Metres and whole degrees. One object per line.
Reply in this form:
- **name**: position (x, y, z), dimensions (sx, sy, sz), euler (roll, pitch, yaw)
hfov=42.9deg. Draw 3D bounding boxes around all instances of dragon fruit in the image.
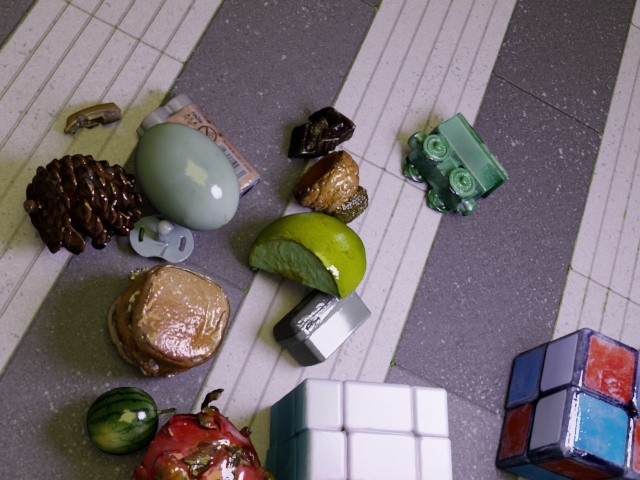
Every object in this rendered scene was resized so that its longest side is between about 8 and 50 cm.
- **dragon fruit**: position (-0.220, 0.488, 1.660), dimensions (0.291, 0.250, 0.269), euler (29, 56, 7)

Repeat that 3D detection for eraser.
- **eraser**: position (-0.296, -0.217, 2.016), dimensions (0.290, 0.087, 0.171), euler (48, 60, 3)

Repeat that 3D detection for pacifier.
- **pacifier**: position (-0.363, -0.018, 1.890), dimensions (0.150, 0.116, 0.127), euler (19, 59, -10)

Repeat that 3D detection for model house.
- **model house**: position (-0.009, -0.270, 2.113), dimensions (0.152, 0.165, 0.106), euler (-38, 101, -27)

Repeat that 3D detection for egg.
- **egg**: position (-0.304, -0.145, 1.854), dimensions (0.203, 0.203, 0.283), euler (-35, 81, -28)

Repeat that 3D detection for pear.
- **pear**: position (-0.003, -0.004, 1.943), dimensions (0.288, 0.139, 0.239), euler (18, 33, 31)

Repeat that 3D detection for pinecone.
- **pinecone**: position (-0.530, -0.084, 1.807), dimensions (0.272, 0.224, 0.224), euler (-16, 74, -48)

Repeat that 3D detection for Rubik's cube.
- **Rubik's cube**: position (0.651, 0.432, 1.958), dimensions (0.318, 0.316, 0.313), euler (22, 64, -9)
- **Rubik's cube**: position (0.072, 0.483, 1.726), dimensions (0.318, 0.322, 0.316), euler (7, 68, -16)

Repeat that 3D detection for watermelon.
- **watermelon**: position (-0.391, 0.374, 1.700), dimensions (0.187, 0.141, 0.141), euler (-7, 71, -7)

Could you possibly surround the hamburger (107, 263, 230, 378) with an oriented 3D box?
- **hamburger**: position (-0.331, 0.163, 1.774), dimensions (0.245, 0.211, 0.260), euler (-32, 87, -35)

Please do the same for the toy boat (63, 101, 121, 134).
- **toy boat**: position (-0.554, -0.295, 1.974), dimensions (0.149, 0.047, 0.049), euler (-24, 79, -27)

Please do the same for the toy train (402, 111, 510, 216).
- **toy train**: position (0.357, -0.198, 2.207), dimensions (0.202, 0.145, 0.266), euler (-31, 82, -31)

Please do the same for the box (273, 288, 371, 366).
- **box**: position (0.005, 0.190, 1.923), dimensions (0.210, 0.148, 0.129), euler (-41, 96, -28)

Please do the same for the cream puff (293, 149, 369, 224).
- **cream puff**: position (0.043, -0.116, 2.065), dimensions (0.169, 0.183, 0.183), euler (47, 59, -20)
